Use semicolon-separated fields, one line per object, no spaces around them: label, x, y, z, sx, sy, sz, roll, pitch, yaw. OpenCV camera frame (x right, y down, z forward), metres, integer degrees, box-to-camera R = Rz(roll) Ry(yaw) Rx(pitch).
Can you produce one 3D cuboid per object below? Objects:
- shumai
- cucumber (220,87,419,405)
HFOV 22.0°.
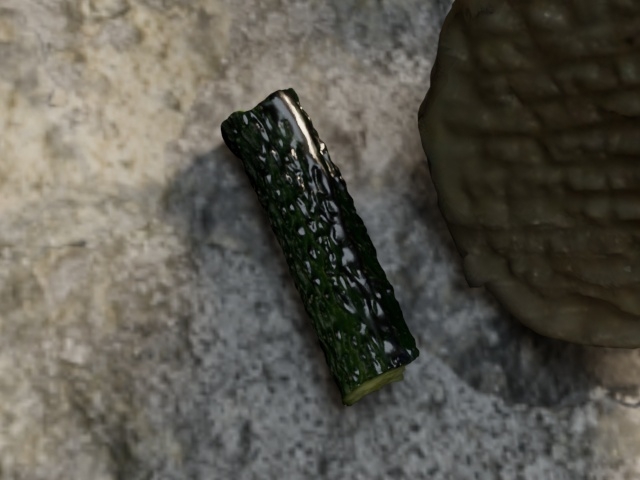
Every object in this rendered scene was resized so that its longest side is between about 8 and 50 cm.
shumai;0.244;-0.097;0.951;0.262;0.314;0.267;-33;96;-44
cucumber;0.000;0.000;0.940;0.058;0.058;0.187;-15;70;-24
